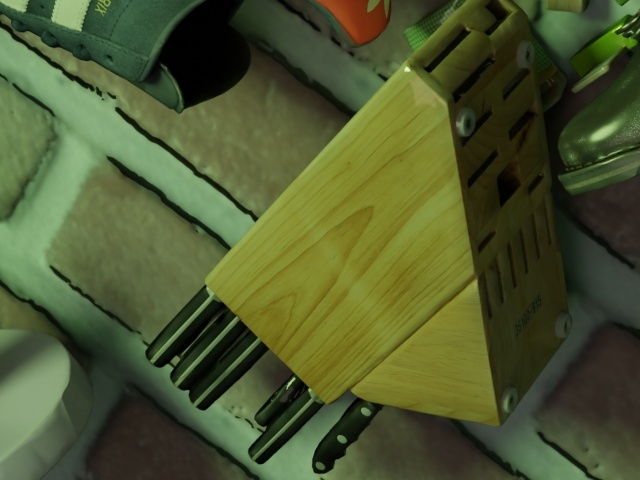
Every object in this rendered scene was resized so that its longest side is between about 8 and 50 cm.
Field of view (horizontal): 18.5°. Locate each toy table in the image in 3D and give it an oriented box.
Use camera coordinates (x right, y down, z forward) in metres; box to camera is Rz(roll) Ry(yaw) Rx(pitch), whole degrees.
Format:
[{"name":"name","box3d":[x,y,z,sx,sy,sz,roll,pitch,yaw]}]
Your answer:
[{"name":"toy table","box3d":[-0.284,0.081,1.155,0.274,0.252,0.161,-21,121,23]}]

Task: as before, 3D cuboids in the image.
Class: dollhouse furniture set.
[{"name":"dollhouse furniture set","box3d":[0.101,-0.101,0.952,0.152,0.058,0.076,-36,95,36]}]

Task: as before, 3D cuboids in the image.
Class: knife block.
[{"name":"knife block","box3d":[0.000,0.000,1.019,0.242,0.088,0.275,9,128,30]}]

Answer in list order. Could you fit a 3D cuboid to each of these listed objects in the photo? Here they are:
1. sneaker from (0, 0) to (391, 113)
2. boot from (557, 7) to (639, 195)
[{"name":"sneaker","box3d":[-0.121,-0.133,1.007,0.350,0.131,0.148,-5,109,29]},{"name":"boot","box3d":[0.142,-0.175,0.842,0.263,0.091,0.229,-43,93,4]}]
